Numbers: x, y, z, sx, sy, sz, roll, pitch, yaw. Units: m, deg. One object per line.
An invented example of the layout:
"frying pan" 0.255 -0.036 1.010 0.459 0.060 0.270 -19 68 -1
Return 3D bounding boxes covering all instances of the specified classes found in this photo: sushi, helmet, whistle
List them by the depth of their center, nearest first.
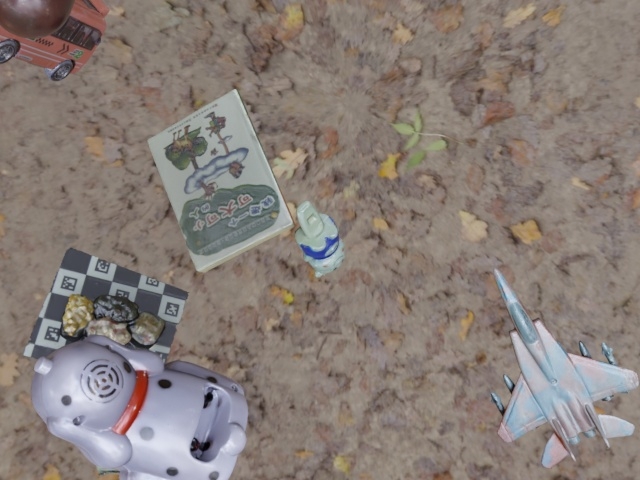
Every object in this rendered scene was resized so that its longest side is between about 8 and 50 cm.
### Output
"sushi" -0.332 0.121 1.086 0.215 0.050 0.192 22 61 -16
"helmet" -0.498 -0.396 1.139 0.175 0.155 0.106 -11 68 26
"whistle" 0.000 0.000 1.517 0.110 0.244 0.092 -43 53 -15

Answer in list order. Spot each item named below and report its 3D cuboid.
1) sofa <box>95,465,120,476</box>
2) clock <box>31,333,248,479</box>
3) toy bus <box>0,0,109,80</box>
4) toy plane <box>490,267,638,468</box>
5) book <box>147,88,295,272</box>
"sofa" -0.385 0.400 1.514 0.210 0.176 0.225 -7 80 7
"clock" -0.236 0.205 0.816 0.254 0.189 0.189 35 102 -31
"toy bus" -0.709 -0.557 1.645 0.233 0.427 0.203 -43 86 11
"toy plane" 0.335 0.182 1.017 0.223 0.104 0.326 -28 91 12
"book" -0.240 -0.142 1.591 0.260 0.043 0.371 -27 74 12
